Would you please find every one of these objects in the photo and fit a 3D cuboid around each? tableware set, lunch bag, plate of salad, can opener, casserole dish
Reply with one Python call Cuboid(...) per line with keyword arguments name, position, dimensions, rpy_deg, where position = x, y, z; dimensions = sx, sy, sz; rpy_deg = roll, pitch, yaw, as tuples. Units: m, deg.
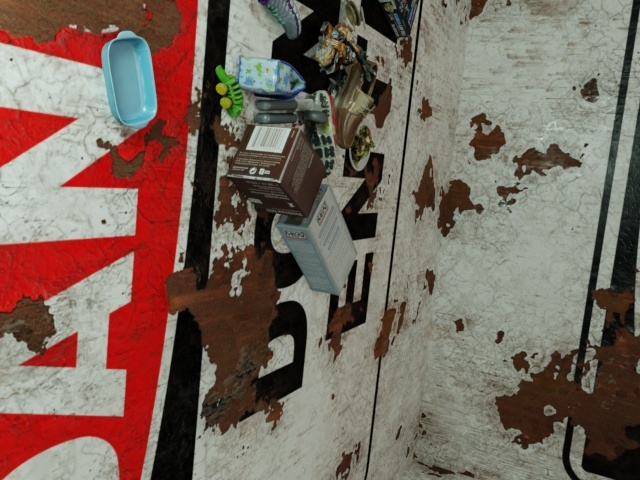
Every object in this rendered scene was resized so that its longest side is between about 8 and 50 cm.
Cuboid(name="tableware set", position=(0.089, -0.778, 1.925), dimensions=(0.039, 0.128, 0.194), rpy_deg=(-26, 136, -7))
Cuboid(name="lunch bag", position=(-0.126, -0.419, 1.556), dimensions=(0.151, 0.129, 0.096), rpy_deg=(-14, 115, -64))
Cuboid(name="plate of salad", position=(0.159, -0.358, 2.230), dimensions=(0.200, 0.048, 0.199), rpy_deg=(-32, 127, -57))
Cuboid(name="can opener", position=(-0.079, -0.372, 1.715), dimensions=(0.280, 0.093, 0.074), rpy_deg=(-17, 112, -54))
Cuboid(name="casserole dish", position=(-0.383, -0.317, 1.186), dimensions=(0.114, 0.037, 0.188), rpy_deg=(-37, 131, -54))

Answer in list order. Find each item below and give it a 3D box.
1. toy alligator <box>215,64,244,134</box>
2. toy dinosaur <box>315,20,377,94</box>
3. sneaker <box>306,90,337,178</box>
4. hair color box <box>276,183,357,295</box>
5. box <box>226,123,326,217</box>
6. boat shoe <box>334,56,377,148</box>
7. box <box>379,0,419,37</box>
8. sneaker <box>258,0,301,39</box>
Cuboid(name="toy alligator", position=(-0.213, -0.347, 1.492), dimensions=(0.056, 0.051, 0.189), rpy_deg=(-55, 144, -41))
Cuboid(name="toy dinosaur", position=(0.072, -0.602, 1.881), dimensions=(0.322, 0.164, 0.218), rpy_deg=(-53, 128, -32))
Cuboid(name="sneaker", position=(0.018, -0.335, 1.903), dimensions=(0.118, 0.108, 0.278), rpy_deg=(-32, 127, -63))
Cuboid(name="hair color box", position=(0.000, 0.000, 1.959), dimensions=(0.185, 0.114, 0.374), rpy_deg=(-65, 150, -29))
Cuboid(name="box", position=(-0.113, -0.186, 1.612), dimensions=(0.203, 0.169, 0.166), rpy_deg=(50, 54, -56))
Cuboid(name="boat shoe", position=(0.122, -0.472, 2.042), dimensions=(0.123, 0.117, 0.324), rpy_deg=(14, 86, -63))
Cuboid(name="box", position=(0.309, -0.992, 2.297), dimensions=(0.293, 0.074, 0.295), rpy_deg=(43, 60, -60))
Cuboid(name="sneaker", position=(-0.122, -0.626, 1.590), dimensions=(0.098, 0.083, 0.223), rpy_deg=(-36, 139, -17))
